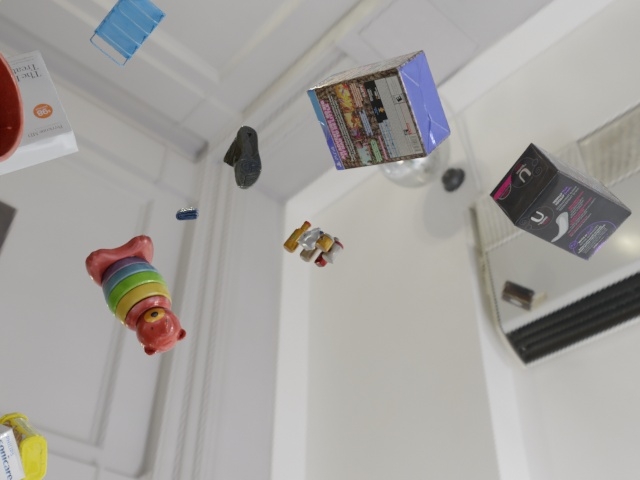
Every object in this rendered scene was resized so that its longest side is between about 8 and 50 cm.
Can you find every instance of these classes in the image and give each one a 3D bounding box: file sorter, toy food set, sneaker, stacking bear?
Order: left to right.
[{"bbox_3d":[-0.520,-0.573,1.955,0.170,0.118,0.104,-43,-155,19],"label":"file sorter"},{"bbox_3d":[-0.438,0.153,1.790,0.289,0.175,0.164,51,-31,32],"label":"stacking bear"},{"bbox_3d":[-0.246,-0.236,2.281,0.130,0.087,0.228,-49,-140,48],"label":"sneaker"},{"bbox_3d":[0.000,0.000,2.025,0.105,0.111,0.232,-53,-163,-21],"label":"toy food set"}]

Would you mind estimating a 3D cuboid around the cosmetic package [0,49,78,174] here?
[{"bbox_3d":[-0.832,-0.294,1.792,0.285,0.377,0.097,61,-20,20],"label":"cosmetic package"}]

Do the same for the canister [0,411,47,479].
[{"bbox_3d":[-0.738,0.512,1.797,0.169,0.073,0.126,12,-79,49],"label":"canister"}]

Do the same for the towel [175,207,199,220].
[{"bbox_3d":[-0.390,-0.079,2.128,0.119,0.067,0.029,-138,-137,-78],"label":"towel"}]

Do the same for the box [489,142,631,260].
[{"bbox_3d":[0.571,-0.089,1.731,0.165,0.270,0.143,-55,-148,23],"label":"box"}]

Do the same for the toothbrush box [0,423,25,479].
[{"bbox_3d":[-0.835,0.502,1.566,0.216,0.295,0.126,0,-74,41],"label":"toothbrush box"}]

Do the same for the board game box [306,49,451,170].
[{"bbox_3d":[0.149,-0.327,1.861,0.291,0.232,0.141,-4,-153,41],"label":"board game box"}]

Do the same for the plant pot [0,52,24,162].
[{"bbox_3d":[-0.790,-0.264,1.446,0.264,0.272,0.273,-9,-129,16],"label":"plant pot"}]
